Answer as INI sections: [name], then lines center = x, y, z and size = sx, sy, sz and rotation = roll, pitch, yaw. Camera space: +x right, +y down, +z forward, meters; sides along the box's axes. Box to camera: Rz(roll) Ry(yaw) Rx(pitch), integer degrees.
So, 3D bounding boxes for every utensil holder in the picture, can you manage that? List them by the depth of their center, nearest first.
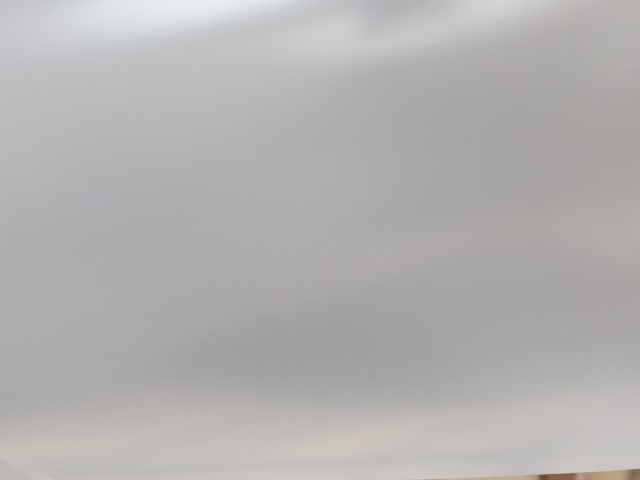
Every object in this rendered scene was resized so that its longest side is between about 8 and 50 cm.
[utensil holder]
center = 0.023, -0.057, 0.585
size = 0.328, 0.386, 0.327
rotation = 12, -105, -51
